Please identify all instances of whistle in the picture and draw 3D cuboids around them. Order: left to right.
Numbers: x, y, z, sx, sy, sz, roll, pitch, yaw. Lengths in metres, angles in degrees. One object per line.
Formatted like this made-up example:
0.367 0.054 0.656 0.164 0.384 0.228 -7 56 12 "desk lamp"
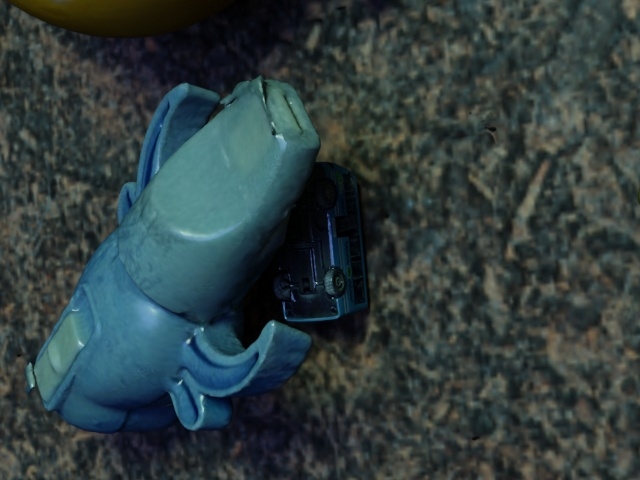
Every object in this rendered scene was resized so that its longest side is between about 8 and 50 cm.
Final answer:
-0.075 0.021 0.859 0.269 0.093 0.180 -50 47 38 "whistle"

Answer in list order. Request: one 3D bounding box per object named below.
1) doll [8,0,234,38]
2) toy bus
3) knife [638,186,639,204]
-0.070 -0.191 0.824 0.236 0.213 0.213 29 106 14 "doll"
0.000 0.000 0.865 0.038 0.046 0.083 -5 91 33 "toy bus"
0.201 -0.132 0.748 0.046 0.022 0.256 21 97 37 "knife"
